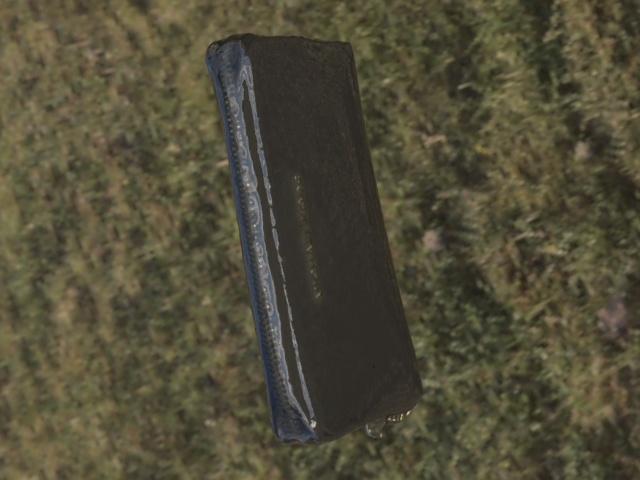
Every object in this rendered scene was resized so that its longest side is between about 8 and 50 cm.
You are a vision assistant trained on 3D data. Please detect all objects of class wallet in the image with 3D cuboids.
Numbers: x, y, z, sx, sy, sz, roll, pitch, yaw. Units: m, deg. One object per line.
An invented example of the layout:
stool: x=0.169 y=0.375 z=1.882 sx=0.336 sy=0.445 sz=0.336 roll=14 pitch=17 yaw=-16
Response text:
wallet: x=0.000 y=0.000 z=0.808 sx=0.044 sy=0.149 sz=0.250 roll=-10 pitch=89 yaw=30
